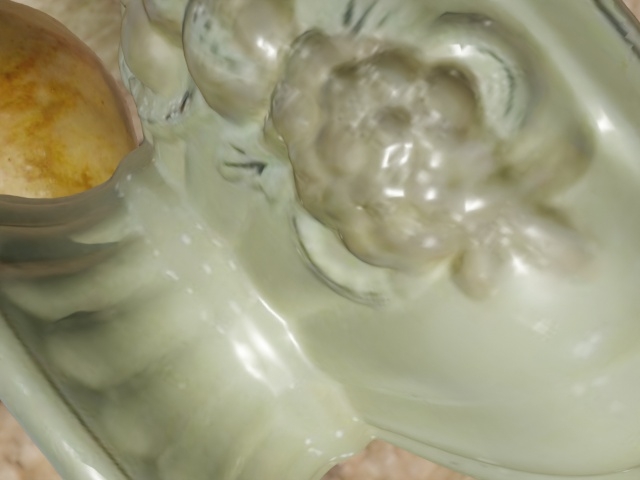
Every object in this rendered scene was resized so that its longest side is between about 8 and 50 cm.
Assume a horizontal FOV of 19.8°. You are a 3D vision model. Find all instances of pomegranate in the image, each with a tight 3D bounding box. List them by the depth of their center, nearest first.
[{"bbox_3d":[-0.310,-0.039,1.578,0.338,0.338,0.338,30,141,27],"label":"pomegranate"}]

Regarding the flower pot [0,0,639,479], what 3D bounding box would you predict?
[{"bbox_3d":[0.000,0.000,0.693,0.307,0.244,0.307,50,179,2],"label":"flower pot"}]
